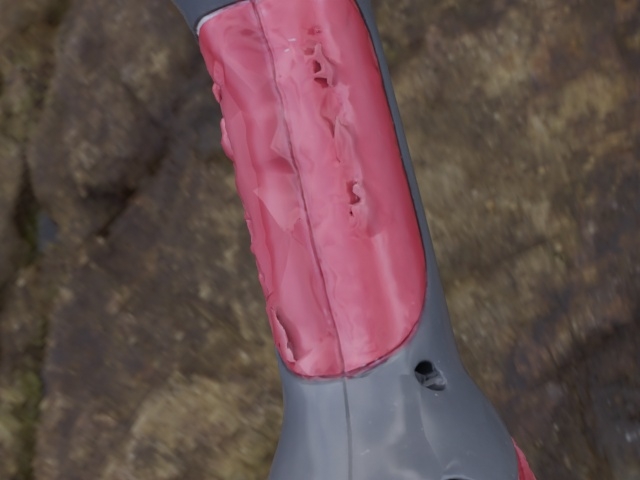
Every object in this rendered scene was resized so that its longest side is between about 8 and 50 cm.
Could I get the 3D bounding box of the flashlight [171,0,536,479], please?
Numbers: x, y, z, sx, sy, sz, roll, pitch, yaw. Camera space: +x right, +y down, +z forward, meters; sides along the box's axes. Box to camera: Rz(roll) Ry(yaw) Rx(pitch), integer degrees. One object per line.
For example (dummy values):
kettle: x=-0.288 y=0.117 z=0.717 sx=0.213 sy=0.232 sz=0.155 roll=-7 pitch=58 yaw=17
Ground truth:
flashlight: x=0.000 y=0.000 z=0.525 sx=0.103 sy=0.103 sz=0.304 roll=-11 pitch=84 yaw=-33
